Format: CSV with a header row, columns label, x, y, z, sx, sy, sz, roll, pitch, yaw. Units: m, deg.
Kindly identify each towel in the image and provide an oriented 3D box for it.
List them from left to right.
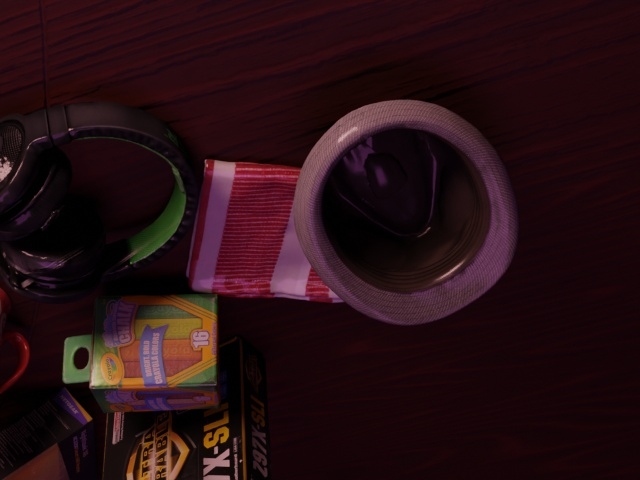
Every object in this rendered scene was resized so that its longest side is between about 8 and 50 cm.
label,x,y,z,sx,sy,sz,roll,pitch,yaw
towel,0.000,0.000,1.269,0.328,0.037,0.237,5,137,-11

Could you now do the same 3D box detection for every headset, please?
label,x,y,z,sx,sy,sz,roll,pitch,yaw
headset,-0.330,-0.008,1.113,0.394,0.185,0.243,-18,138,-3

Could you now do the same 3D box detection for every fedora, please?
label,x,y,z,sx,sy,sz,roll,pitch,yaw
fedora,0.090,-0.049,1.131,0.243,0.124,0.275,-37,118,10

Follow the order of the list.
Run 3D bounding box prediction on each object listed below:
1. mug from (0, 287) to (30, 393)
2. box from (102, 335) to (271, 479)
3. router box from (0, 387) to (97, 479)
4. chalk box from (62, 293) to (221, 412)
label,x,y,z,sx,sy,sz,roll,pitch,yaw
mug,-0.461,0.149,1.290,0.150,0.169,0.113,11,136,-17
box,-0.196,0.327,1.405,0.257,0.322,0.079,-23,137,20
router box,-0.475,0.403,1.543,0.243,0.081,0.309,-34,152,-32
chalk box,-0.244,0.155,1.326,0.212,0.133,0.132,-2,156,-5
